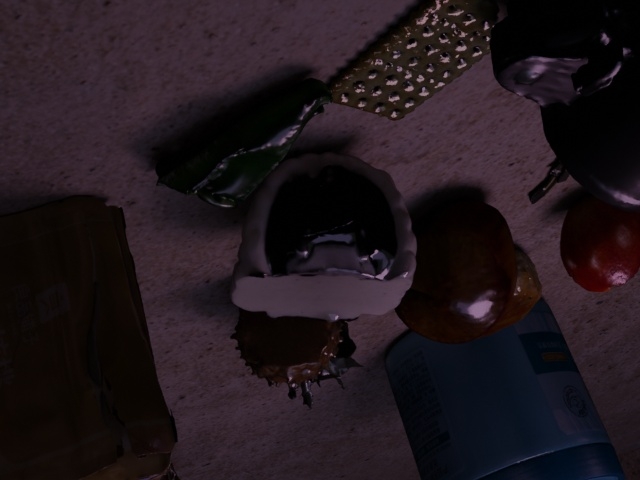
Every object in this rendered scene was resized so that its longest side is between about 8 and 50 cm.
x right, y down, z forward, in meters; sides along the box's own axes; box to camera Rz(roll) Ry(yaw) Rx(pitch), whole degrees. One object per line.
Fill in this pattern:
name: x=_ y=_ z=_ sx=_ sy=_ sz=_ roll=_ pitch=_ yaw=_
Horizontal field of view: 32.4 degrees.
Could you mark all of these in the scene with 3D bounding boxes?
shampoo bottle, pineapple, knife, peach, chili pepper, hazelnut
shampoo bottle: x=0.312 y=0.314 z=1.940 sx=0.331 sy=0.343 sz=0.331 roll=-16 pitch=155 yaw=-8
pineapple: x=-0.025 y=0.152 z=1.624 sx=0.165 sy=0.165 sz=0.364 roll=-20 pitch=164 yaw=3
knife: x=0.330 y=-0.105 z=1.465 sx=0.045 sy=0.021 sz=0.222 roll=-8 pitch=153 yaw=-29
peach: x=0.411 y=-0.003 z=1.591 sx=0.151 sy=0.151 sz=0.118 roll=-31 pitch=173 yaw=25
chili pepper: x=-0.075 y=-0.096 z=1.148 sx=0.216 sy=0.062 sz=0.108 roll=-30 pitch=160 yaw=22
hazelnut: x=0.188 y=0.039 z=1.503 sx=0.178 sy=0.178 sz=0.204 roll=-6 pitch=122 yaw=-26

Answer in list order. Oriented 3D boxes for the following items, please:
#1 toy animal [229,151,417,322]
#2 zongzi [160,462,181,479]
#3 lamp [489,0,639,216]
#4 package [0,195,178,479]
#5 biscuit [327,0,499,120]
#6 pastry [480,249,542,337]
toy animal: x=0.000 y=0.000 z=1.290 sx=0.208 sy=0.156 sz=0.204 roll=3 pitch=155 yaw=-7
zongzi: x=-0.392 y=0.496 z=2.091 sx=0.286 sy=0.134 sz=0.288 roll=-14 pitch=164 yaw=4
lamp: x=0.373 y=-0.163 z=1.117 sx=0.272 sy=0.205 sz=0.374 roll=-23 pitch=147 yaw=37
package: x=-0.260 y=0.112 z=1.144 sx=0.221 sy=0.311 sz=0.165 roll=4 pitch=148 yaw=-39
biscuit: x=0.109 y=-0.190 z=1.135 sx=0.203 sy=0.016 sz=0.144 roll=-35 pitch=151 yaw=33
pastry: x=0.250 y=0.089 z=1.727 sx=0.192 sy=0.093 sz=0.182 roll=-29 pitch=151 yaw=23
